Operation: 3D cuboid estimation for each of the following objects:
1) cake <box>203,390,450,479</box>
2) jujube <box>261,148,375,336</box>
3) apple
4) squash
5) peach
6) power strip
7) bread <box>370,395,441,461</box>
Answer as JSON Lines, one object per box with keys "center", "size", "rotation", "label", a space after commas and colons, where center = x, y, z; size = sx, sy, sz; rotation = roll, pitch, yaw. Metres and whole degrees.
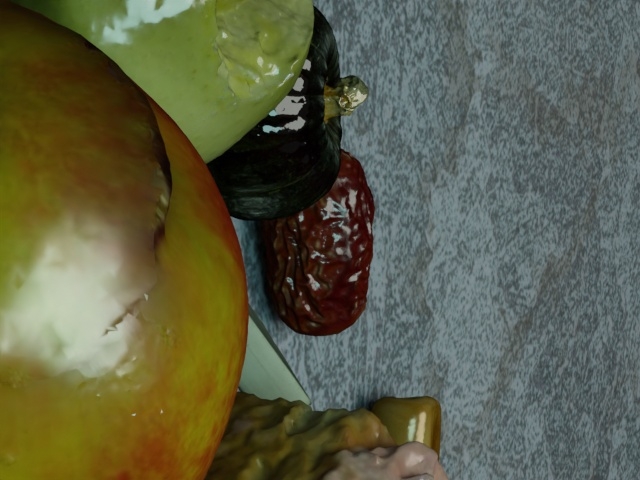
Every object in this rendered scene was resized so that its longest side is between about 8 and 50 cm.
{"center": [-0.040, 0.318, 1.430], "size": [0.314, 0.293, 0.307], "rotation": [-51, 131, -39], "label": "cake"}
{"center": [0.000, 0.000, 1.668], "size": [0.112, 0.109, 0.176], "rotation": [-27, 119, -53], "label": "jujube"}
{"center": [-0.140, -0.177, 1.255], "size": [0.279, 0.279, 0.279], "rotation": [-5, 96, -61], "label": "apple"}
{"center": [-0.048, -0.112, 1.533], "size": [0.193, 0.156, 0.193], "rotation": [-60, 164, -29], "label": "squash"}
{"center": [-0.217, 0.046, 1.063], "size": [0.370, 0.370, 0.370], "rotation": [-5, 96, -61], "label": "peach"}
{"center": [-0.088, 0.051, 1.515], "size": [0.046, 0.118, 0.270], "rotation": [-34, 136, -1], "label": "power strip"}
{"center": [0.078, 0.274, 1.859], "size": [0.092, 0.074, 0.239], "rotation": [7, 87, -77], "label": "bread"}
